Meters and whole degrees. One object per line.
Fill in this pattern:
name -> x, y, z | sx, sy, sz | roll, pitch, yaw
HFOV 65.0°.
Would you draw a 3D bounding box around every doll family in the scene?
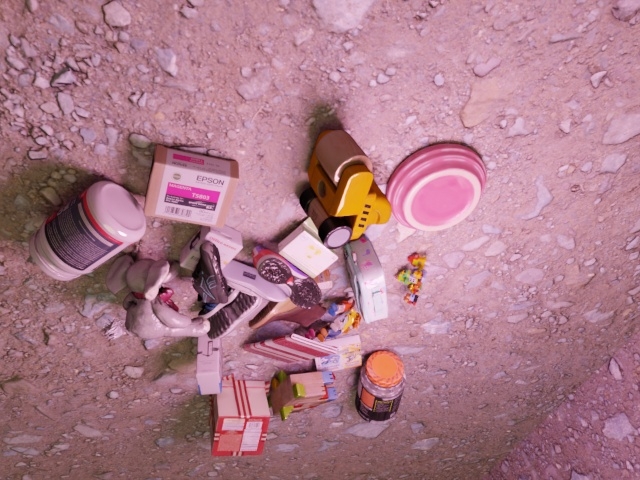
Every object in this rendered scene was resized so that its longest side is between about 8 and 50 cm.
doll family -> 0.071, 0.333, 1.943 | 0.163, 0.118, 0.263 | -9, 146, -52

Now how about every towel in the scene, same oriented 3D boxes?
towel -> -0.121, 0.422, 1.972 | 0.237, 0.037, 0.328 | 25, 148, -33

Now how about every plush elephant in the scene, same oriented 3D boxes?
plush elephant -> -0.535, 0.166, 1.598 | 0.330, 0.271, 0.256 | 3, 100, -60

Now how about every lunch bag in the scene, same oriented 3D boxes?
lunch bag -> 0.158, 0.140, 1.726 | 0.107, 0.224, 0.279 | -15, 135, 0

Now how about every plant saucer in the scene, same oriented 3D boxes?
plant saucer -> 0.376, -0.148, 1.602 | 0.331, 0.084, 0.332 | -6, 134, -6

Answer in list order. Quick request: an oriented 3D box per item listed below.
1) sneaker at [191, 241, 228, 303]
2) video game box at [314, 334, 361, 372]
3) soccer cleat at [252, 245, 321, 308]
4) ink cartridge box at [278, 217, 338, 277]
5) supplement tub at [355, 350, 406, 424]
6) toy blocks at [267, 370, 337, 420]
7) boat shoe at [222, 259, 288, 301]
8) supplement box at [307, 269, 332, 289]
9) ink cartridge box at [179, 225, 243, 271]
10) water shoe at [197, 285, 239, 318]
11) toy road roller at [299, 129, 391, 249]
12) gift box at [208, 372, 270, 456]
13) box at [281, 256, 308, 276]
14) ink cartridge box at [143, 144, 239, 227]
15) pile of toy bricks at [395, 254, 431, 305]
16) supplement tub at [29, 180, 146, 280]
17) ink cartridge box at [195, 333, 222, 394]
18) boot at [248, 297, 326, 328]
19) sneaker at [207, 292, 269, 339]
sneaker -> -0.354, 0.114, 1.564 | 0.106, 0.101, 0.268 | -6, 135, -4
video game box -> 0.073, 0.495, 2.171 | 0.205, 0.048, 0.187 | -11, 137, -3
soccer cleat -> -0.109, 0.123, 1.696 | 0.108, 0.116, 0.318 | -45, 131, 5
ink cartridge box -> 0.000, 0.000, 1.650 | 0.235, 0.056, 0.171 | -39, 122, 19
supplement tub -> 0.270, 0.662, 2.264 | 0.206, 0.207, 0.338 | -4, 134, -9
toy blocks -> -0.051, 0.665, 2.199 | 0.260, 0.191, 0.381 | 1, 149, -25
boat shoe -> -0.232, 0.143, 1.727 | 0.258, 0.095, 0.084 | 30, 148, -15
supplement box -> -0.012, 0.144, 1.802 | 0.098, 0.062, 0.036 | -9, 133, -6
ink cartridge box -> -0.347, 0.027, 1.604 | 0.127, 0.072, 0.175 | 28, 122, -33
water shoe -> -0.375, 0.204, 1.785 | 0.203, 0.073, 0.080 | -35, 103, 22
toy road roller -> 0.096, -0.150, 1.464 | 0.240, 0.203, 0.330 | -9, 137, -26
gift box -> -0.342, 0.735, 2.164 | 0.254, 0.258, 0.277 | 11, 110, -20
box -> -0.096, 0.096, 1.760 | 0.162, 0.029, 0.116 | -21, 133, 8
ink cartridge box -> -0.366, -0.147, 1.423 | 0.234, 0.088, 0.193 | 9, 131, -20
pile of toy bricks -> 0.332, 0.147, 1.872 | 0.105, 0.118, 0.212 | 19, 144, 12
supplement tub -> -0.646, -0.024, 1.401 | 0.272, 0.191, 0.191 | -30, 132, 15
ink cartridge box -> -0.420, 0.457, 1.908 | 0.085, 0.203, 0.148 | -4, 134, -7
boot -> -0.124, 0.290, 1.894 | 0.248, 0.090, 0.206 | -39, 128, 18
sneaker -> -0.300, 0.283, 1.834 | 0.281, 0.105, 0.115 | -34, 150, 20
